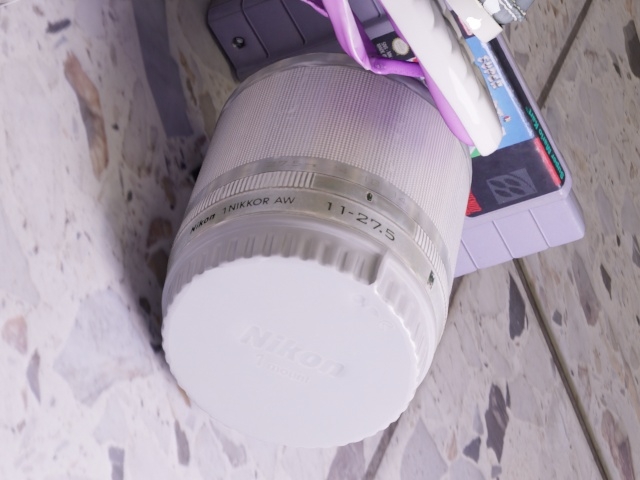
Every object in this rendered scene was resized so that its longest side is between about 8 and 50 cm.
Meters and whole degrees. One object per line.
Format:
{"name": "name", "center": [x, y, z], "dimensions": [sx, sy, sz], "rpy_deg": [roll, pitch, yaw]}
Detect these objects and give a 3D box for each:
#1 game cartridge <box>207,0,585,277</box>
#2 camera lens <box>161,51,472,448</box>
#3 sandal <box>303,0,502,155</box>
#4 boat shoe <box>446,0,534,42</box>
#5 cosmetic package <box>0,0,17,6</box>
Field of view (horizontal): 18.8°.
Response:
{"name": "game cartridge", "center": [0.079, -0.109, 1.757], "dimensions": [0.355, 0.230, 0.068], "rpy_deg": [58, 29, -32]}
{"name": "camera lens", "center": [0.000, 0.000, 1.532], "dimensions": [0.219, 0.219, 0.274], "rpy_deg": [59, 28, -31]}
{"name": "sandal", "center": [0.005, -0.231, 1.471], "dimensions": [0.416, 0.102, 0.169], "rpy_deg": [56, 14, -19]}
{"name": "boat shoe", "center": [0.123, -0.264, 1.522], "dimensions": [0.116, 0.099, 0.319], "rpy_deg": [44, 18, -27]}
{"name": "cosmetic package", "center": [-0.173, -0.264, 1.387], "dimensions": [0.113, 0.160, 0.309], "rpy_deg": [69, 23, -15]}
